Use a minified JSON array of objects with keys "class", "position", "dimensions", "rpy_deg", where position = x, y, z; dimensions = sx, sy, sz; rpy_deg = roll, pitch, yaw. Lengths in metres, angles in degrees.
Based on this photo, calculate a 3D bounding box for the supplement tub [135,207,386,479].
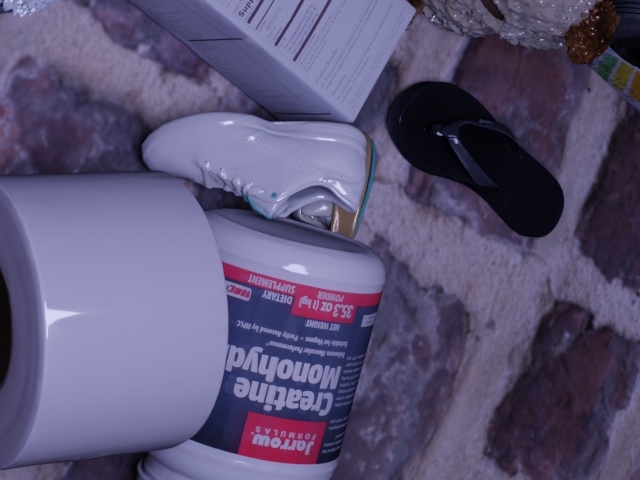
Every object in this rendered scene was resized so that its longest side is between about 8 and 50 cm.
[{"class":"supplement tub","position":[-0.059,0.120,1.556],"dimensions":[0.191,0.191,0.272],"rpy_deg":[9,99,-34]}]

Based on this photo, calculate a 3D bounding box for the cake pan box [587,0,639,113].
[{"class":"cake pan box","position":[0.414,-0.186,1.827],"dimensions":[0.267,0.245,0.070],"rpy_deg":[38,73,-30]}]

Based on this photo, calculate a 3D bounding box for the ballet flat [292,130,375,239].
[{"class":"ballet flat","position":[0.000,0.000,1.671],"dimensions":[0.073,0.080,0.232],"rpy_deg":[12,86,-19]}]

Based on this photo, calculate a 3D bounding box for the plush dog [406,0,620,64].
[{"class":"plush dog","position":[0.189,-0.275,1.681],"dimensions":[0.210,0.225,0.262],"rpy_deg":[-38,113,-26]}]

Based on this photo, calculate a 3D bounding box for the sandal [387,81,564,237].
[{"class":"sandal","position":[0.177,-0.091,1.791],"dimensions":[0.254,0.054,0.097],"rpy_deg":[31,77,-31]}]

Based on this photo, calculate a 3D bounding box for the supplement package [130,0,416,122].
[{"class":"supplement package","position":[-0.057,-0.232,1.574],"dimensions":[0.244,0.139,0.134],"rpy_deg":[38,73,-31]}]

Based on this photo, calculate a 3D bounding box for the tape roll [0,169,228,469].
[{"class":"tape roll","position":[-0.210,0.063,1.434],"dimensions":[0.169,0.246,0.246],"rpy_deg":[-3,95,-33]}]

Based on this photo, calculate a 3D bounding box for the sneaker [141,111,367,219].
[{"class":"sneaker","position":[-0.063,-0.062,1.565],"dimensions":[0.212,0.080,0.094],"rpy_deg":[1,65,0]}]

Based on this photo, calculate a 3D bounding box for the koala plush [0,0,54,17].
[{"class":"koala plush","position":[-0.257,-0.287,1.414],"dimensions":[0.203,0.196,0.221],"rpy_deg":[21,78,-43]}]
